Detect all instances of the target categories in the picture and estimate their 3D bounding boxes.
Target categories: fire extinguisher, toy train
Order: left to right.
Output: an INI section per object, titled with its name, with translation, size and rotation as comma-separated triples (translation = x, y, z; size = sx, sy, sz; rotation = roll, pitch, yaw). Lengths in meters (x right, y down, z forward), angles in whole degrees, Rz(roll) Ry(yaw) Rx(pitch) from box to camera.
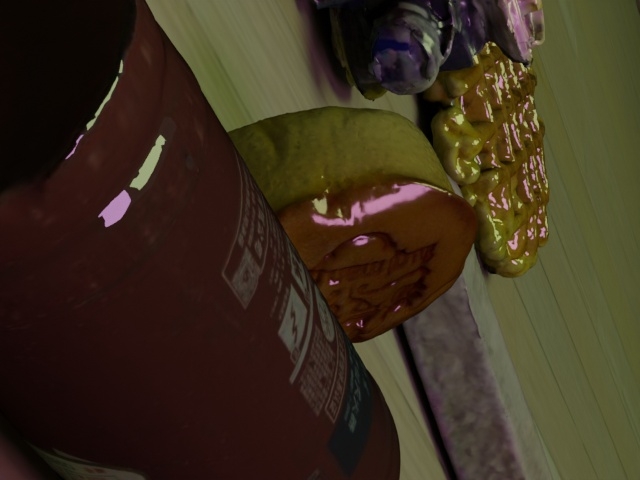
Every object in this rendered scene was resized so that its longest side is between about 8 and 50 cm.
[fire extinguisher]
translation = -0.047, 0.050, 0.627
size = 0.135, 0.114, 0.337
rotation = 65, 3, 39
[toy train]
translation = 0.065, -0.205, 1.155
size = 0.261, 0.134, 0.177
rotation = -79, 153, -54

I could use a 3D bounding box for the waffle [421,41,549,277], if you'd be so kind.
[waffle]
translation = 0.133, -0.114, 1.480
size = 0.301, 0.058, 0.282
rotation = 26, 55, -70

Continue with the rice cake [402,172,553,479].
[rice cake]
translation = 0.110, 0.109, 1.242
size = 0.070, 0.064, 0.399
rotation = -88, 161, -54

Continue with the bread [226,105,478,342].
[bread]
translation = 0.008, -0.006, 0.861
size = 0.156, 0.125, 0.086
rotation = 41, 24, -60
